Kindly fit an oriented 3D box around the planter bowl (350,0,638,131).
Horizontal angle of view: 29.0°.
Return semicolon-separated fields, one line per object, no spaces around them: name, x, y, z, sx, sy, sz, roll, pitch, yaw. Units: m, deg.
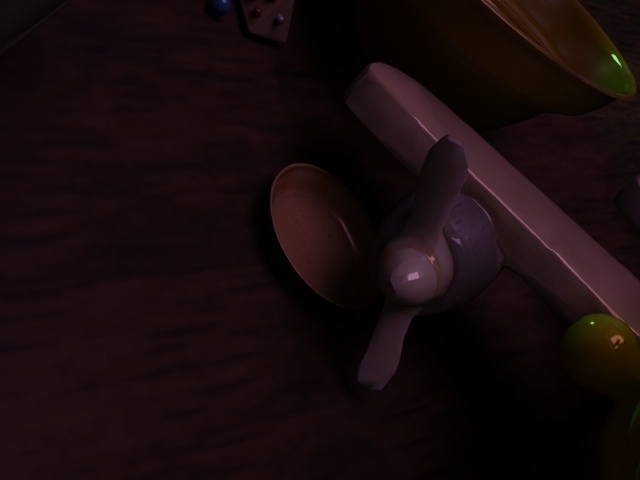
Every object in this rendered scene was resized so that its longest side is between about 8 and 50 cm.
planter bowl;0.085;-0.133;0.761;0.217;0.090;0.217;33;27;-20

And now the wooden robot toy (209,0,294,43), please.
wooden robot toy;-0.044;-0.199;0.683;0.076;0.079;0.173;-28;87;-55

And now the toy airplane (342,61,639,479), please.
toy airplane;0.193;0.094;0.639;0.384;0.272;0.386;42;2;-44

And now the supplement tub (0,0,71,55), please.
supplement tub;-0.178;-0.217;0.405;0.316;0.228;0.228;51;36;-11

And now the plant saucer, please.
plant saucer;0.000;0.000;0.642;0.083;0.015;0.083;30;44;-35
